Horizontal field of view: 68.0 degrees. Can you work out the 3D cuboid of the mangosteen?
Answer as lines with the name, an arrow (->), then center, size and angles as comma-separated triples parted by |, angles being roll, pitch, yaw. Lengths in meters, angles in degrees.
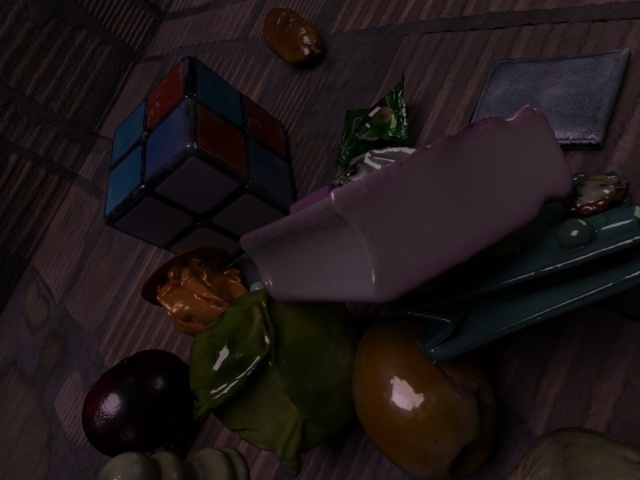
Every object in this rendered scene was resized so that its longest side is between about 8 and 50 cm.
mangosteen -> -0.356, 0.366, 0.993 | 0.235, 0.235, 0.262 | -35, 90, 24

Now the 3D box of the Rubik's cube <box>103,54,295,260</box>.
Rubik's cube -> -0.279, -0.165, 1.117 | 0.316, 0.313, 0.319 | -33, 49, 26

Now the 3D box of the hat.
hat -> -0.243, 0.170, 1.046 | 0.244, 0.233, 0.233 | -47, 70, 30

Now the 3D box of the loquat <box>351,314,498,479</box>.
loquat -> 0.129, 0.197, 0.629 | 0.179, 0.179, 0.227 | -50, 38, 10

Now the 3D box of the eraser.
eraser -> 0.070, -0.023, 0.598 | 0.272, 0.123, 0.359 | -27, 3, -24

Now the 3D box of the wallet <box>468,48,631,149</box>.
wallet -> 0.351, -0.221, 0.760 | 0.222, 0.036, 0.168 | 12, 76, 44

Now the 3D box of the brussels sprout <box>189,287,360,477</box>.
brussels sprout -> -0.064, 0.201, 0.743 | 0.227, 0.259, 0.294 | -49, -5, 39

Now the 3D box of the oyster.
oyster -> 0.125, -0.101, 0.866 | 0.251, 0.087, 0.200 | -17, 47, 28

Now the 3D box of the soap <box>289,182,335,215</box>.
soap -> 0.000, 0.000, 0.945 | 0.122, 0.065, 0.203 | -27, 51, 30

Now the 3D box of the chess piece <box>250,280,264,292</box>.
chess piece -> -0.104, 0.103, 0.991 | 0.103, 0.067, 0.067 | -14, 58, 48

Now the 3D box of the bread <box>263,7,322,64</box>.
bread -> -0.069, -0.557, 1.311 | 0.344, 0.083, 0.124 | 52, 128, 45

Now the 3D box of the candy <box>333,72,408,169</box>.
candy -> 0.105, -0.229, 0.968 | 0.203, 0.078, 0.141 | -15, 46, 51

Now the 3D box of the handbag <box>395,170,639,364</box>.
handbag -> 0.239, 0.010, 0.579 | 0.274, 0.268, 0.100 | -29, 94, 33

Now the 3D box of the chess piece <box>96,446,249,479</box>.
chess piece -> -0.261, 0.424, 0.815 | 0.144, 0.251, 0.145 | -22, 54, 34

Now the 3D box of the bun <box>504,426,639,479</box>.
bun -> 0.225, 0.339, 0.358 | 0.219, 0.365, 0.366 | 15, 77, 15
